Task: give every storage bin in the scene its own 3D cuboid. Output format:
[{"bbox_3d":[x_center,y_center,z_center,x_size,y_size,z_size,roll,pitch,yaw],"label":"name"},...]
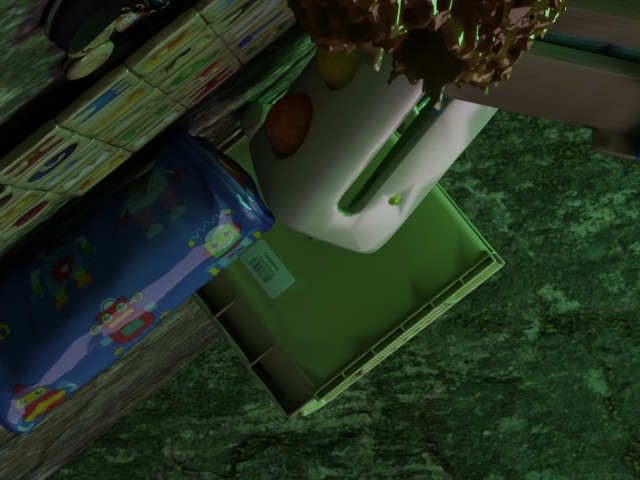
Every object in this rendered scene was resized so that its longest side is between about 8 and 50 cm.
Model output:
[{"bbox_3d":[0.000,0.000,1.585,0.260,0.262,0.123,-39,174,3],"label":"storage bin"}]

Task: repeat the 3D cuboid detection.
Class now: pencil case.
[{"bbox_3d":[-0.186,0.030,1.365,0.306,0.133,0.119,-39,138,3],"label":"pencil case"}]

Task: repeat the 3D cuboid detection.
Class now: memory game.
[{"bbox_3d":[-0.087,-0.159,0.995,0.186,0.012,0.186,-38,175,-4],"label":"memory game"}]

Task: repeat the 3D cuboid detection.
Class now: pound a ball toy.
[{"bbox_3d":[0.032,-0.147,1.356,0.135,0.208,0.319,21,124,-32],"label":"pound a ball toy"}]

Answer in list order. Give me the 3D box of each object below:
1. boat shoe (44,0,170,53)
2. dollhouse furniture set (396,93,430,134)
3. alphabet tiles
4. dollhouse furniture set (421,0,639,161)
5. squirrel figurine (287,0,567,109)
[{"bbox_3d":[-0.103,-0.143,0.874,0.133,0.042,0.049,-40,177,28],"label":"boat shoe"},{"bbox_3d":[0.105,-0.201,1.713,0.182,0.101,0.161,-36,-161,-27],"label":"dollhouse furniture set"},{"bbox_3d":[-0.116,-0.109,1.148,0.342,0.011,0.285,-38,179,2],"label":"alphabet tiles"},{"bbox_3d":[0.153,-0.204,1.134,0.303,0.286,0.198,126,-26,-75],"label":"dollhouse furniture set"},{"bbox_3d":[0.129,-0.235,0.715,0.397,0.281,0.370,-24,-172,26],"label":"squirrel figurine"}]
